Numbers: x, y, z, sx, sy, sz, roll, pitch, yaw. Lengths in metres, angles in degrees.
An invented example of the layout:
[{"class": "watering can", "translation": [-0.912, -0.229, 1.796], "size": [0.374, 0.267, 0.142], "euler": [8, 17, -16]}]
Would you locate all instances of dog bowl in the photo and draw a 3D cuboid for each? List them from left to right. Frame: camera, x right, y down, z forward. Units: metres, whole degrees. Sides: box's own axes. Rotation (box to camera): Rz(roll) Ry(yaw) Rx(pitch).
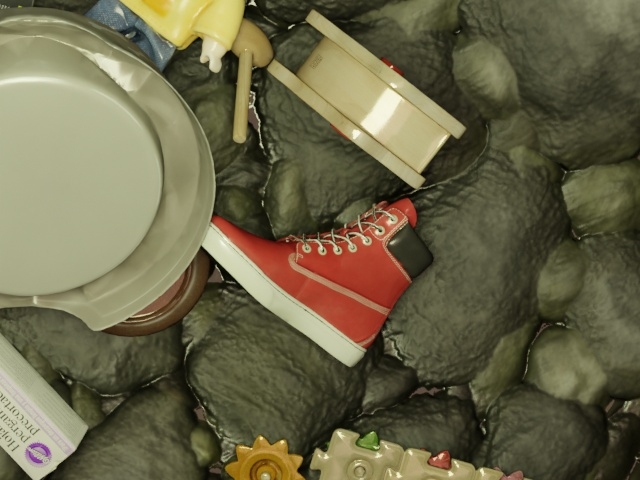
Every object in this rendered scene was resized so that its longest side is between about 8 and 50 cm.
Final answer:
[{"class": "dog bowl", "translation": [-0.280, -0.068, 1.829], "size": [0.348, 0.102, 0.349], "euler": [-6, 123, -9]}]

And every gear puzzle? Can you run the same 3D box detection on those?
[{"class": "gear puzzle", "translation": [0.060, 0.291, 2.029], "size": [0.339, 0.044, 0.175], "euler": [15, 99, -3]}]

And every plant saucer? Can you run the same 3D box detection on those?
[{"class": "plant saucer", "translation": [-0.198, 0.020, 1.972], "size": [0.168, 0.029, 0.168], "euler": [0, 98, -3]}]

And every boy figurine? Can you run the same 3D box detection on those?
[{"class": "boy figurine", "translation": [-0.147, -0.246, 1.893], "size": [0.285, 0.092, 0.177], "euler": [-45, 77, 7]}]

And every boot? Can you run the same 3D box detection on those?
[{"class": "boot", "translation": [0.000, 0.000, 1.930], "size": [0.244, 0.088, 0.176], "euler": [35, 94, -34]}]

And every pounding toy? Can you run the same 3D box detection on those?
[{"class": "pounding toy", "translation": [0.012, -0.124, 1.891], "size": [0.155, 0.269, 0.154], "euler": [-52, 138, 5]}]

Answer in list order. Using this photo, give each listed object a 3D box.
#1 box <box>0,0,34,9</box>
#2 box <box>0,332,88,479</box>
[{"class": "box", "translation": [-0.400, -0.215, 1.868], "size": [0.216, 0.060, 0.270], "euler": [11, 95, -24]}, {"class": "box", "translation": [-0.374, 0.105, 1.949], "size": [0.063, 0.067, 0.324], "euler": [-39, 100, 17]}]
